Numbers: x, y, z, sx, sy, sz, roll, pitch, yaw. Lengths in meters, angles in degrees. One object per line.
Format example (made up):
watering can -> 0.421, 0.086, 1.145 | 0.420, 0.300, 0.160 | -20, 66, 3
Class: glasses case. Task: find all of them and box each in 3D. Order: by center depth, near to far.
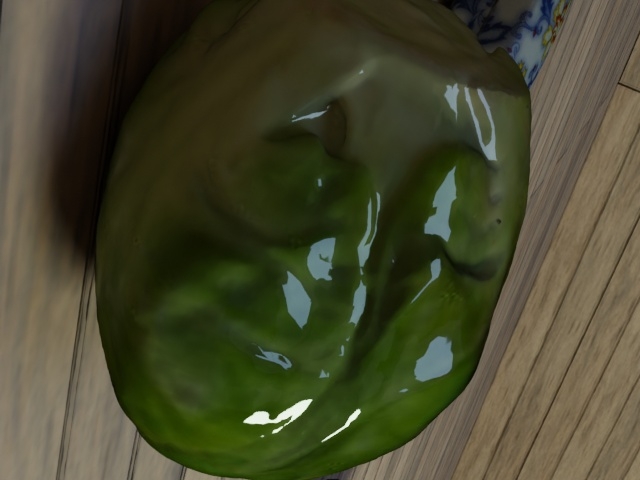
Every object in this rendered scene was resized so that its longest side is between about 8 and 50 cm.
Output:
glasses case -> 0.107, -0.123, 0.695 | 0.248, 0.065, 0.087 | -59, 165, -15

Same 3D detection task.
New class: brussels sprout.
brussels sprout -> -0.002, -0.003, 0.402 | 0.161, 0.144, 0.180 | 19, 112, -40

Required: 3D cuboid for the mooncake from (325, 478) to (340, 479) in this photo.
mooncake -> 0.005, 0.373, 0.969 | 0.334, 0.174, 0.326 | -38, 148, -56
